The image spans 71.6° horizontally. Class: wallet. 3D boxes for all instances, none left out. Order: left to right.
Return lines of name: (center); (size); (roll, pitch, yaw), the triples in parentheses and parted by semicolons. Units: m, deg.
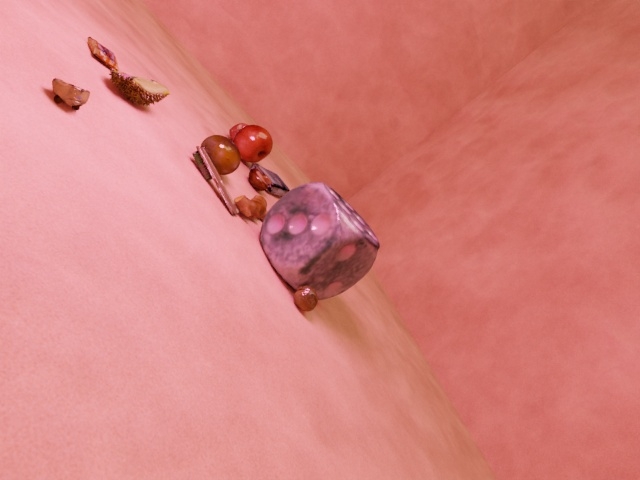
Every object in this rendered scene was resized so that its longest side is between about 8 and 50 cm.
wallet: (-0.265, -0.321, 2.384); (0.176, 0.075, 0.250); (51, 11, 15)

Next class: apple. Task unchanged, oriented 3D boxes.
apple: (-0.341, -0.489, 2.270); (0.162, 0.201, 0.201); (43, 8, 14)

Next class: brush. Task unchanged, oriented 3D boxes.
brush: (-0.383, -0.212, 1.609); (0.282, 0.048, 0.054); (60, 13, 3)

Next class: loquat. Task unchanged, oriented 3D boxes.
loquat: (-0.385, -0.329, 1.727); (0.152, 0.152, 0.195); (55, 19, 20)

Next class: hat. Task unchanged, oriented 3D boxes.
hat: (-0.610, -0.354, 1.080); (0.076, 0.059, 0.077); (17, 3, -3)

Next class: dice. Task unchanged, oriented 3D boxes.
dice: (0.000, 0.000, 1.696); (0.330, 0.348, 0.328); (39, 14, -54)

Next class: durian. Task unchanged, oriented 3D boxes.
durian: (-0.616, -0.505, 1.479); (0.137, 0.095, 0.220); (17, 5, 14)

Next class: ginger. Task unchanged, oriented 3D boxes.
ginger: (-0.270, -0.136, 1.759); (0.118, 0.065, 0.299); (63, 10, 6)

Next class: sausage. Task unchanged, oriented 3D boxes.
sausage: (-0.389, -0.543, 2.427); (0.254, 0.148, 0.148); (44, 13, -41)

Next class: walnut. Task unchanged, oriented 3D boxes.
walnut: (-0.049, 0.201, 1.538); (0.092, 0.092, 0.092); (49, 11, -13)

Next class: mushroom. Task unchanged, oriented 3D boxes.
mushroom: (-0.296, -0.296, 2.133); (0.127, 0.087, 0.127); (53, 7, -9)

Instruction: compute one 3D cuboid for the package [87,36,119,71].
package: (-0.744, -0.637, 1.527); (0.121, 0.031, 0.108); (58, 13, 30)
